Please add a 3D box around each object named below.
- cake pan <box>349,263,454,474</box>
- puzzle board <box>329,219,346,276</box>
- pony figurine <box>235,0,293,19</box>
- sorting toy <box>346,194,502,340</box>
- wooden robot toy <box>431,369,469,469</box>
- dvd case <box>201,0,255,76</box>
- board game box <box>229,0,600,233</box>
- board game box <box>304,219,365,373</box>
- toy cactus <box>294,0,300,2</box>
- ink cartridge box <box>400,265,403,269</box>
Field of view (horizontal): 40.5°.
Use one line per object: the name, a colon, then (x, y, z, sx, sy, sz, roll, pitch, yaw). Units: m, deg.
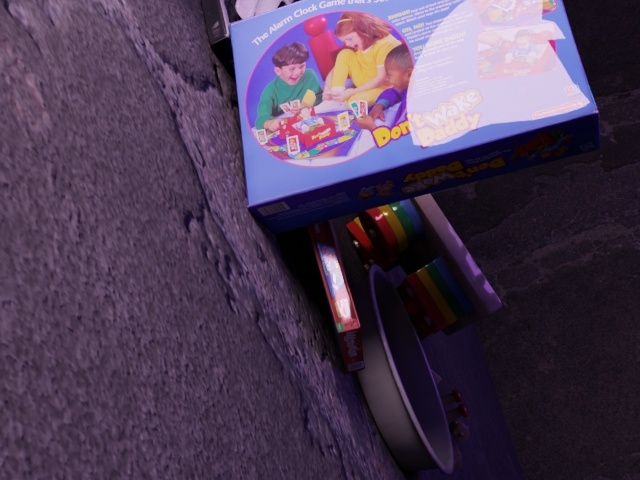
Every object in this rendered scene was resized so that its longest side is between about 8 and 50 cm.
cake pan: (0.102, 0.177, 1.163, 0.293, 0.054, 0.293, -21, 90, -79)
puzzle board: (0.012, -0.013, 1.127, 0.096, 0.011, 0.128, -109, -175, -58)
pony figurine: (-0.068, -0.468, 0.950, 0.363, 0.351, 0.303, 47, 8, 24)
sorting toy: (0.134, 0.033, 1.316, 0.255, 0.089, 0.257, 58, -11, 8)
wooden robot toy: (0.190, 0.270, 1.376, 0.079, 0.076, 0.173, -110, 177, -81)
dvd case: (-0.107, -0.284, 1.104, 0.179, 0.030, 0.238, 51, 20, -56)
board game box: (0.086, -0.165, 0.906, 0.078, 0.347, 0.233, 48, 31, -62)
board game box: (0.000, 0.000, 0.998, 0.145, 0.027, 0.281, 82, -7, -64)
toy cactus: (-0.038, -0.430, 1.481, 0.219, 0.112, 0.180, -6, 44, -44)
ink cartridge box: (0.129, -0.051, 1.529, 0.181, 0.056, 0.224, 55, -12, 51)
